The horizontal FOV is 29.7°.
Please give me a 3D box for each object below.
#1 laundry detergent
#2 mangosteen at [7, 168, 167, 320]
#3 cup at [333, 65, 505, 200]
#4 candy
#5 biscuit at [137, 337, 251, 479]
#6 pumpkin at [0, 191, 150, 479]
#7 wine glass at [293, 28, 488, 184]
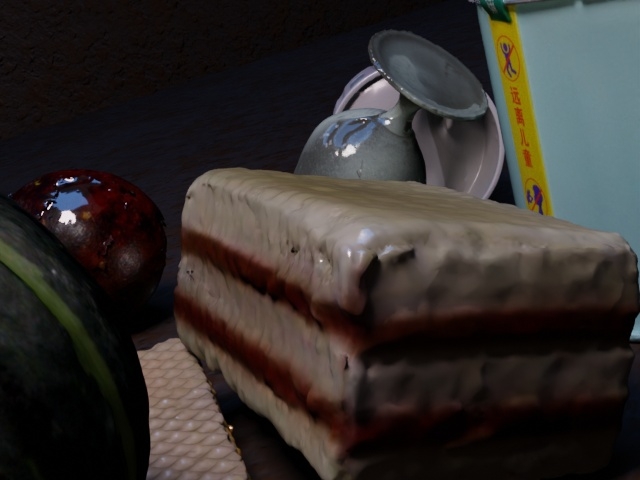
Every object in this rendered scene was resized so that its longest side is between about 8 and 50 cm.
[{"bbox_3d":[0.260,-0.123,0.848,0.287,0.305,0.287,-13,15,4],"label":"laundry detergent"},{"bbox_3d":[-0.226,0.023,1.077,0.166,0.166,0.180,-5,42,30],"label":"mangosteen"},{"bbox_3d":[0.062,-0.098,1.221,0.221,0.166,0.202,-12,12,2],"label":"cup"},{"bbox_3d":[0.034,0.034,0.724,0.179,0.135,0.321,3,9,-21],"label":"candy"},{"bbox_3d":[-0.090,0.136,0.702,0.094,0.054,0.379,-16,15,-9],"label":"biscuit"},{"bbox_3d":[-0.230,0.112,0.520,0.323,0.241,0.323,-35,12,9],"label":"pumpkin"},{"bbox_3d":[0.028,-0.044,0.945,0.231,0.103,0.103,-56,-11,33],"label":"wine glass"}]
